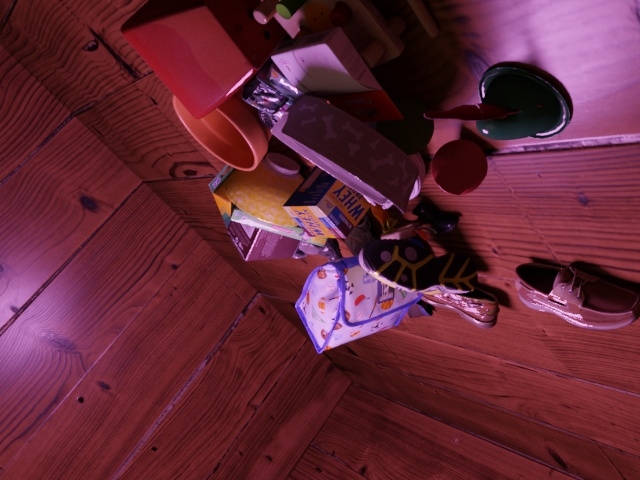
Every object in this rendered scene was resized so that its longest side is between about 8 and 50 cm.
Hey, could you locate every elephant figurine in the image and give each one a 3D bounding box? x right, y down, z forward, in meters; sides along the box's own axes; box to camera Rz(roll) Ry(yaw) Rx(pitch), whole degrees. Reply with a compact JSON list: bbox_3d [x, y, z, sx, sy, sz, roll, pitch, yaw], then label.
[{"bbox_3d":[0.000,0.000,2.181,0.239,0.169,0.186,11,-179,45],"label":"elephant figurine"}]

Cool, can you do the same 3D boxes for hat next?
[{"bbox_3d":[0.322,-0.200,1.107,0.209,0.183,0.173,31,160,19],"label":"hat"}]

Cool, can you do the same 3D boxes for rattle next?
[{"bbox_3d":[0.238,-0.063,1.717,0.130,0.142,0.200,-5,177,-15],"label":"rattle"}]

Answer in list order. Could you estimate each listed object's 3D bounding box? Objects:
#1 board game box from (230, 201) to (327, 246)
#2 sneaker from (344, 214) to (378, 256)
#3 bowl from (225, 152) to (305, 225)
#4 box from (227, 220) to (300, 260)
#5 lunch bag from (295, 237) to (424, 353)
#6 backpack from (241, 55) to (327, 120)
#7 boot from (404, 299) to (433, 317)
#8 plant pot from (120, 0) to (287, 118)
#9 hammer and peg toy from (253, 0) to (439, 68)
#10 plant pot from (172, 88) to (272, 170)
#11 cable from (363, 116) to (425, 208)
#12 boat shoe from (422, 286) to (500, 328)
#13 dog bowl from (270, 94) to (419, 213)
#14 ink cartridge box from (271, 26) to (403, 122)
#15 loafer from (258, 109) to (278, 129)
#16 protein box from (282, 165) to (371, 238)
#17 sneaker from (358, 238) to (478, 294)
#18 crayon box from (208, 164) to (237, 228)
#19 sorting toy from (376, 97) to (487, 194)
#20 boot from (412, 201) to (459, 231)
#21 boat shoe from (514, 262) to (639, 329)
[{"bbox_3d":[-0.139,-0.092,1.983,0.317,0.046,0.213,17,-152,-17],"label":"board game box"},{"bbox_3d":[0.130,-0.028,1.962,0.262,0.099,0.121,43,153,-24],"label":"sneaker"},{"bbox_3d":[-0.146,-0.189,1.928,0.289,0.289,0.156,32,117,14],"label":"bowl"},{"bbox_3d":[-0.186,-0.046,2.105,0.168,0.203,0.167,55,131,35],"label":"box"},{"bbox_3d":[0.136,0.160,1.901,0.239,0.328,0.385,59,148,28],"label":"lunch bag"},{"bbox_3d":[-0.071,-0.363,1.444,0.188,0.165,0.144,39,130,-21],"label":"backpack"},{"bbox_3d":[0.341,0.207,2.188,0.106,0.082,0.219,0,139,26],"label":"boot"},{"bbox_3d":[-0.228,-0.477,1.357,0.236,0.267,0.267,-3,137,44],"label":"plant pot"},{"bbox_3d":[0.044,-0.432,1.145,0.266,0.127,0.361,46,159,-22],"label":"hammer and peg toy"},{"bbox_3d":[-0.231,-0.364,1.657,0.291,0.203,0.291,33,159,14],"label":"plant pot"},{"bbox_3d":[0.153,-0.203,1.537,0.257,0.089,0.257,45,158,-18],"label":"cable"},{"bbox_3d":[0.423,0.158,1.882,0.307,0.111,0.104,24,132,32],"label":"boat shoe"},{"bbox_3d":[0.060,-0.189,1.297,0.349,0.102,0.349,33,-178,-1],"label":"dog bowl"},{"bbox_3d":[0.032,-0.306,1.194,0.189,0.066,0.232,10,145,52],"label":"ink cartridge box"},{"bbox_3d":[-0.085,-0.328,1.591,0.080,0.078,0.220,-9,159,32],"label":"loafer"},{"bbox_3d":[0.035,-0.126,1.736,0.136,0.201,0.200,47,158,-25],"label":"protein box"},{"bbox_3d":[0.265,0.096,1.707,0.385,0.145,0.147,15,157,-27],"label":"sneaker"},{"bbox_3d":[-0.279,-0.170,2.170,0.083,0.203,0.323,31,160,18],"label":"crayon box"},{"bbox_3d":[0.217,-0.240,1.374,0.366,0.127,0.126,38,-170,7],"label":"sorting toy"},{"bbox_3d":[0.311,-0.067,1.632,0.099,0.045,0.121,37,167,-9],"label":"boot"},{"bbox_3d":[0.608,0.125,1.450,0.324,0.123,0.116,8,143,51],"label":"boat shoe"}]
